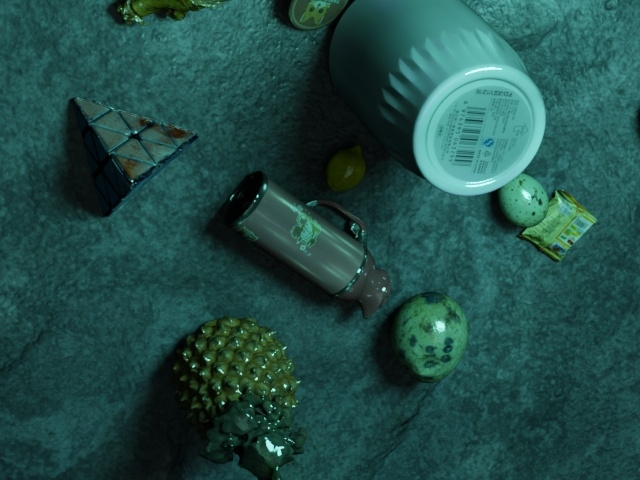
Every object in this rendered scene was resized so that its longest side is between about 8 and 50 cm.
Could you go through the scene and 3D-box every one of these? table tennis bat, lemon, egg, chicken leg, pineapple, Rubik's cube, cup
[{"bbox_3d":[-0.012,-0.434,1.678,0.107,0.119,0.170,-4,141,-39],"label":"table tennis bat"},{"bbox_3d":[0.044,-0.122,1.795,0.065,0.065,0.092,29,98,-23],"label":"lemon"},{"bbox_3d":[0.197,0.179,1.921,0.141,0.141,0.181,-5,124,-11],"label":"egg"},{"bbox_3d":[-0.215,-0.382,1.614,0.207,0.101,0.085,-17,114,17],"label":"chicken leg"},{"bbox_3d":[0.359,-0.073,1.879,0.085,0.085,0.110,-40,108,6],"label":"egg"},{"bbox_3d":[-0.128,0.287,1.771,0.223,0.357,0.223,-6,117,-13],"label":"pineapple"},{"bbox_3d":[-0.300,-0.105,1.726,0.190,0.211,0.178,-7,140,-36],"label":"Rubik's cube"},{"bbox_3d":[0.177,-0.235,1.619,0.253,0.371,0.253,-8,122,-13],"label":"cup"}]

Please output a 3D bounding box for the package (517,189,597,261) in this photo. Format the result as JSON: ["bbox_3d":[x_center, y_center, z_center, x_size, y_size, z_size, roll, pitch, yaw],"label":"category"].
[{"bbox_3d":[0.441,-0.026,1.950,0.108,0.031,0.120,32,108,-23],"label":"package"}]

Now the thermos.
[{"bbox_3d":[-0.006,0.006,1.826,0.330,0.136,0.109,35,129,-24],"label":"thermos"}]
